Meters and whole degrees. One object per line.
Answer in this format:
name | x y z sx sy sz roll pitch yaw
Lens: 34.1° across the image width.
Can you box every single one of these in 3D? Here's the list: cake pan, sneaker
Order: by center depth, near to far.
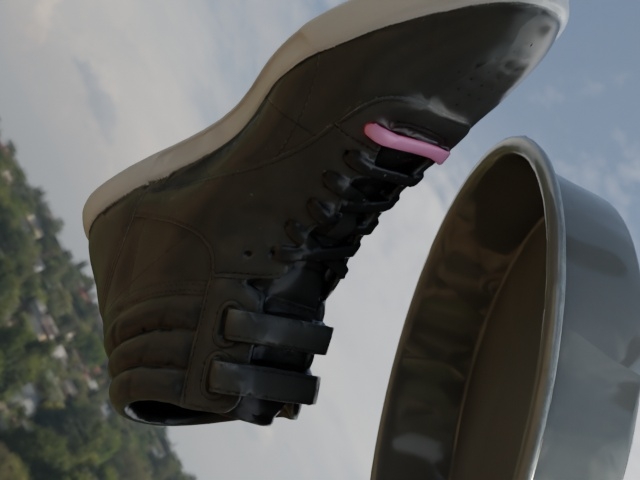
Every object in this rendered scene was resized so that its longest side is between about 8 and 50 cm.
sneaker | 0.000 0.000 0.480 0.104 0.295 0.147 17 54 -45
cake pan | 0.089 0.092 0.561 0.293 0.054 0.293 -165 -90 -83
